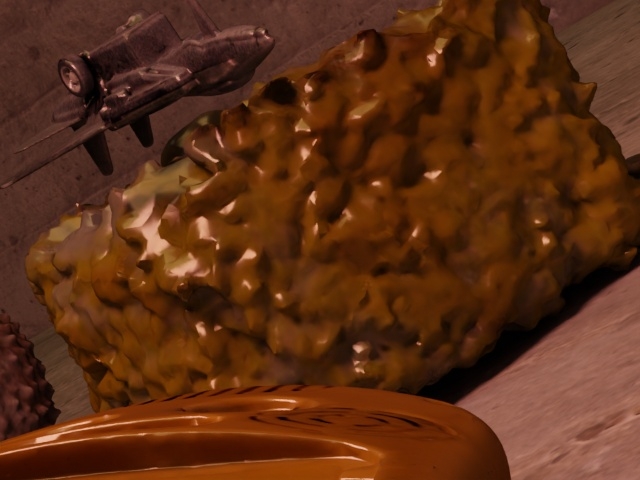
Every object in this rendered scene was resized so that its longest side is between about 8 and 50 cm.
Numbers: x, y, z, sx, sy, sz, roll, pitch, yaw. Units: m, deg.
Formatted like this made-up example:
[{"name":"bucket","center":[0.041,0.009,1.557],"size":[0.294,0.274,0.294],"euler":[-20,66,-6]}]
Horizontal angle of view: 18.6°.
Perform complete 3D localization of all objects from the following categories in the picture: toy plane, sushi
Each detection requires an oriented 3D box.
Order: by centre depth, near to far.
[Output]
[{"name":"toy plane","center":[-0.111,-0.122,1.354],"size":[0.212,0.088,0.267],"euler":[-39,7,-30]},{"name":"sushi","center":[0.000,0.000,1.368],"size":[0.396,0.240,0.351],"euler":[-32,5,-20]}]

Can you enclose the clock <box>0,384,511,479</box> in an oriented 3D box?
[{"name":"clock","center":[-0.037,0.138,0.563],"size":[0.244,0.200,0.317],"euler":[-3,9,12]}]

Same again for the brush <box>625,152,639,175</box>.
[{"name":"brush","center":[0.267,-0.064,1.495],"size":[0.070,0.021,0.196],"euler":[-32,6,-9]}]

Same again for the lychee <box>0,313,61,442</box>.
[{"name":"lychee","center":[-0.367,0.179,1.719],"size":[0.300,0.300,0.300],"euler":[-33,6,4]}]
